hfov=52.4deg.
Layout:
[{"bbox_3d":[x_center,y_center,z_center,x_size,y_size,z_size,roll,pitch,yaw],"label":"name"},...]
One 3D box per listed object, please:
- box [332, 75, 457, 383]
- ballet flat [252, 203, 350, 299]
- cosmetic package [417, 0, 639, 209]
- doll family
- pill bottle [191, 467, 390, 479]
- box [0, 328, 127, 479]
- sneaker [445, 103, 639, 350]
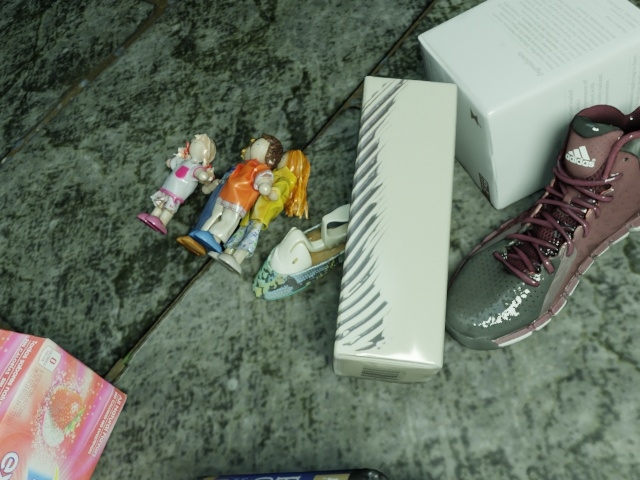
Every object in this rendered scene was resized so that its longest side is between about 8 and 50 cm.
[{"bbox_3d":[0.072,-0.010,0.622,0.094,0.113,0.275,6,69,3],"label":"box"},{"bbox_3d":[0.000,0.000,0.717,0.188,0.070,0.070,-29,51,0],"label":"ballet flat"},{"bbox_3d":[0.225,-0.162,0.689,0.184,0.151,0.151,-26,51,1],"label":"cosmetic package"},{"bbox_3d":[-0.098,-0.053,0.775,0.263,0.118,0.163,15,68,54],"label":"doll family"},{"bbox_3d":[-0.003,0.244,0.509,0.219,0.123,0.123,-9,54,15],"label":"pill bottle"},{"bbox_3d":[-0.336,0.246,0.618,0.142,0.154,0.300,6,58,24],"label":"box"},{"bbox_3d":[0.212,-0.032,0.595,0.281,0.162,0.106,-40,52,-9],"label":"sneaker"}]
